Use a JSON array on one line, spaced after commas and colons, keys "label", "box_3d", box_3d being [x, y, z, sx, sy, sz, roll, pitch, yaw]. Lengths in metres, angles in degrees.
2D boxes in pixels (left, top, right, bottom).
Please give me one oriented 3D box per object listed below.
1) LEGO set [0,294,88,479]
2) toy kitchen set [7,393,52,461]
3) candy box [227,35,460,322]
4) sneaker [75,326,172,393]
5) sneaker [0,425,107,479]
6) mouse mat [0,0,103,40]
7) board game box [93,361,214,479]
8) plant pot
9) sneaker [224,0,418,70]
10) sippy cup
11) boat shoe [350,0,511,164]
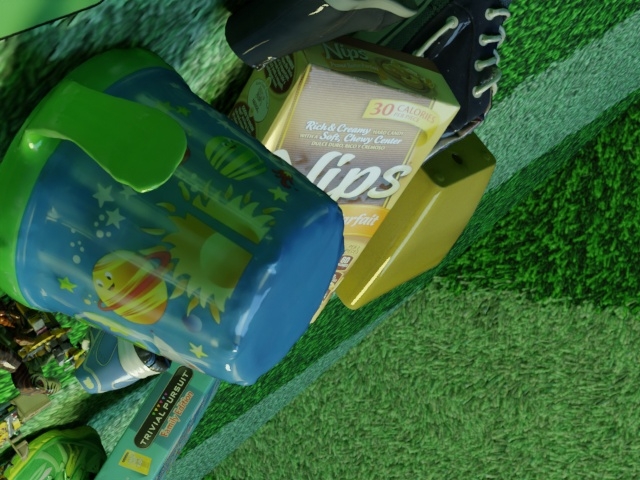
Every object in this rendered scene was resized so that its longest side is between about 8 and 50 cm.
[{"label": "LEGO set", "box_3d": [-0.310, 0.136, 1.167, 0.255, 0.192, 0.331, -31, 167, -31]}, {"label": "toy kitchen set", "box_3d": [-0.397, 0.251, 1.667, 0.075, 0.068, 0.083, -34, 168, -18]}, {"label": "candy box", "box_3d": [-0.021, -0.060, 1.244, 0.182, 0.088, 0.316, 10, 129, -33]}, {"label": "sneaker", "box_3d": [-0.191, 0.083, 1.183, 0.081, 0.080, 0.211, -29, -167, 6]}, {"label": "sneaker", "box_3d": [-0.415, 0.372, 1.942, 0.109, 0.123, 0.295, -41, 168, 16]}, {"label": "mouse mat", "box_3d": [-0.174, -0.192, 0.776, 0.152, 0.007, 0.190, -29, 167, -36]}, {"label": "board game box", "box_3d": [-0.262, 0.313, 1.962, 0.336, 0.079, 0.254, -59, 177, -29]}, {"label": "plant pot", "box_3d": [0.084, -0.077, 1.484, 0.212, 0.212, 0.187, -24, 163, -50]}, {"label": "sneaker", "box_3d": [0.001, -0.213, 1.094, 0.118, 0.083, 0.222, -29, 174, 26]}, {"label": "sippy cup", "box_3d": [-0.110, -0.005, 0.981, 0.305, 0.224, 0.240, -19, 135, -64]}, {"label": "boat shoe", "box_3d": [0.164, -0.218, 1.321, 0.340, 0.158, 0.127, -40, 169, 12]}]
